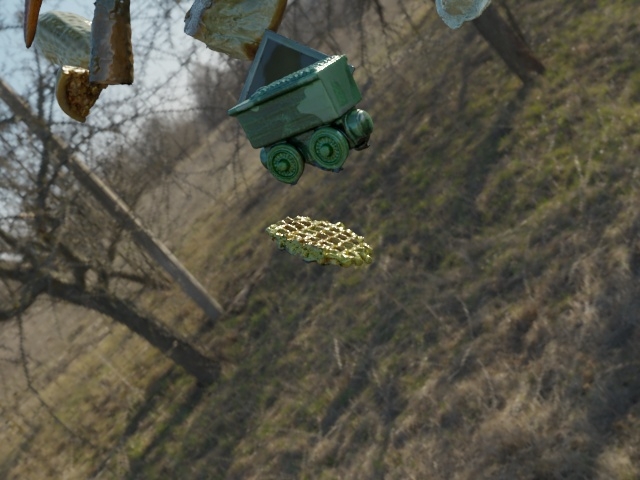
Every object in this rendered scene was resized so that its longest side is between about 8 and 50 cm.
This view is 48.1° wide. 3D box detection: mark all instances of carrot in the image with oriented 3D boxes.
[{"bbox_3d":[-0.426,-0.448,1.482,0.102,0.101,0.263,-148,62,-77],"label":"carrot"},{"bbox_3d":[-0.635,-0.556,1.592,0.061,0.061,0.257,-99,28,-75],"label":"carrot"}]

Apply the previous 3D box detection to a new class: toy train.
[{"bbox_3d":[-0.027,-0.230,1.421,0.266,0.202,0.145,-15,19,36],"label":"toy train"}]

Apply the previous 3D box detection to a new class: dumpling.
[{"bbox_3d":[0.368,-0.635,1.854,0.131,0.179,0.252,1,0,-31],"label":"dumpling"}]

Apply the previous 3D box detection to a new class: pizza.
[{"bbox_3d":[-0.524,-0.331,1.590,0.131,0.041,0.178,-28,-24,-32],"label":"pizza"}]

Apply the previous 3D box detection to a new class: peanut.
[{"bbox_3d":[-0.618,-0.501,1.860,0.152,0.313,0.152,-39,-35,-35],"label":"peanut"}]

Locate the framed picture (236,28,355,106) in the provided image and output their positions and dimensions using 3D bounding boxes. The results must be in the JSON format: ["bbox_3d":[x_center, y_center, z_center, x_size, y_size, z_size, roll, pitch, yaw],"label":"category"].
[{"bbox_3d":[-0.063,-0.325,1.581,0.017,0.274,0.217,3,-65,-56],"label":"framed picture"}]

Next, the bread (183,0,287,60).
[{"bbox_3d":[-0.220,-0.636,1.982,0.279,0.225,0.250,-59,26,3],"label":"bread"}]

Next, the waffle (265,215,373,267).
[{"bbox_3d":[-0.001,0.003,2.154,0.312,0.307,0.060,44,128,56],"label":"waffle"}]
